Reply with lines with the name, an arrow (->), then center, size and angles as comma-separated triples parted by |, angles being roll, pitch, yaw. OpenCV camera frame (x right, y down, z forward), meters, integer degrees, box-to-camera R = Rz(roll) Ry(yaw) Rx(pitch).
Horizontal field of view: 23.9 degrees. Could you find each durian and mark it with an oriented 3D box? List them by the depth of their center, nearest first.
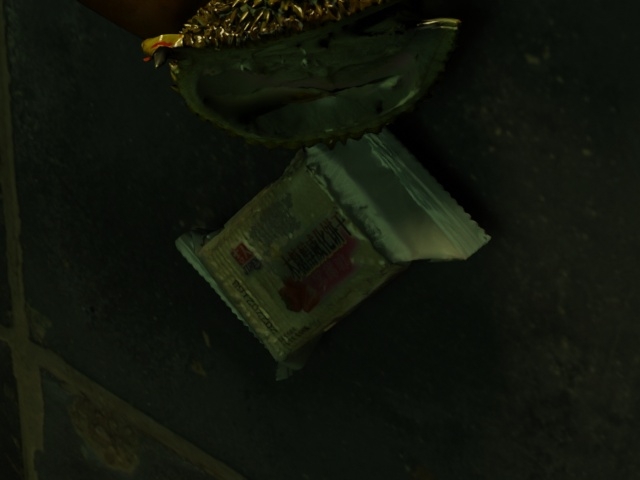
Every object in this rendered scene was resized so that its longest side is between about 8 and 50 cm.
durian -> -0.024, -0.173, 1.150 | 0.193, 0.237, 0.137 | 114, 147, -48

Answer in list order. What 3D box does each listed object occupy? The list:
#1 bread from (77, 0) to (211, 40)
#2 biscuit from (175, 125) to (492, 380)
bread -> -0.161, -0.356, 1.192 | 0.324, 0.143, 0.333 | 36, 137, 20
biscuit -> -0.003, -0.004, 1.342 | 0.186, 0.079, 0.309 | 51, 141, 0
